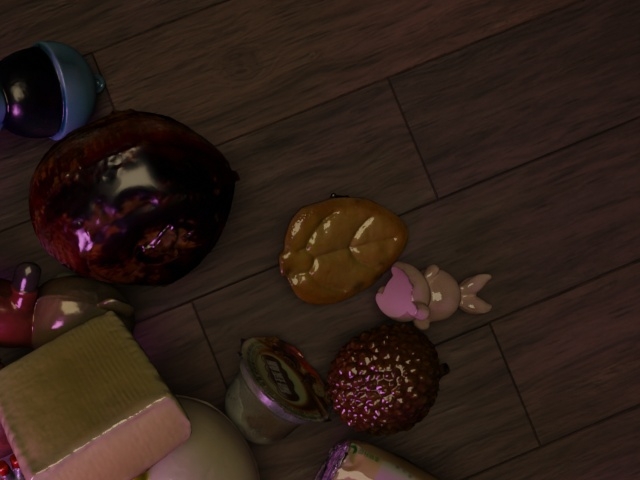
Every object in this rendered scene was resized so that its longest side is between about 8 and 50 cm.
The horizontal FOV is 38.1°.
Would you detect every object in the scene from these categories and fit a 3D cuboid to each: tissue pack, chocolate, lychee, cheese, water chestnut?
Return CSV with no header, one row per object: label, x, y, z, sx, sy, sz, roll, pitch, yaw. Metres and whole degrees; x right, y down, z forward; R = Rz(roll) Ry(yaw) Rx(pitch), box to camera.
tissue pack,0.131,0.440,1.616,0.257,0.215,0.123,25,76,-1
chocolate,-0.091,0.285,1.650,0.221,0.221,0.147,39,115,0
lychee,0.125,0.245,1.636,0.238,0.200,0.200,-2,87,-22
cheese,-0.358,0.257,1.421,0.242,0.265,0.124,-27,126,-19
water chestnut,-0.316,-0.089,1.578,0.350,0.350,0.302,-20,61,-3

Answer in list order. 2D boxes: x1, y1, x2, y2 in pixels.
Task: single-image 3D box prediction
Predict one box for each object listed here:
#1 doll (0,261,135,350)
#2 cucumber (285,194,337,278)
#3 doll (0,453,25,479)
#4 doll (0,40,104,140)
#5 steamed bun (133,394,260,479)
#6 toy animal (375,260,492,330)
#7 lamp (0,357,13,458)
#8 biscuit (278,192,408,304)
doll,-0.485,0.125,1.588,0.330,0.235,0.174,12,55,-13
cucumber,0.000,0.000,1.708,0.058,0.058,0.187,33,87,0
doll,-0.524,0.467,1.640,0.062,0.104,0.194,8,122,35
doll,-0.519,-0.257,1.628,0.314,0.141,0.177,-17,114,-39
steamed bun,-0.287,0.432,1.550,0.374,0.334,0.334,-27,88,6
toy animal,0.210,0.103,1.695,0.212,0.124,0.124,6,86,-36
lamp,-0.568,0.285,1.602,0.223,0.151,0.215,-36,132,15
biscuit,0.045,0.014,1.676,0.260,0.041,0.203,-13,107,-20
